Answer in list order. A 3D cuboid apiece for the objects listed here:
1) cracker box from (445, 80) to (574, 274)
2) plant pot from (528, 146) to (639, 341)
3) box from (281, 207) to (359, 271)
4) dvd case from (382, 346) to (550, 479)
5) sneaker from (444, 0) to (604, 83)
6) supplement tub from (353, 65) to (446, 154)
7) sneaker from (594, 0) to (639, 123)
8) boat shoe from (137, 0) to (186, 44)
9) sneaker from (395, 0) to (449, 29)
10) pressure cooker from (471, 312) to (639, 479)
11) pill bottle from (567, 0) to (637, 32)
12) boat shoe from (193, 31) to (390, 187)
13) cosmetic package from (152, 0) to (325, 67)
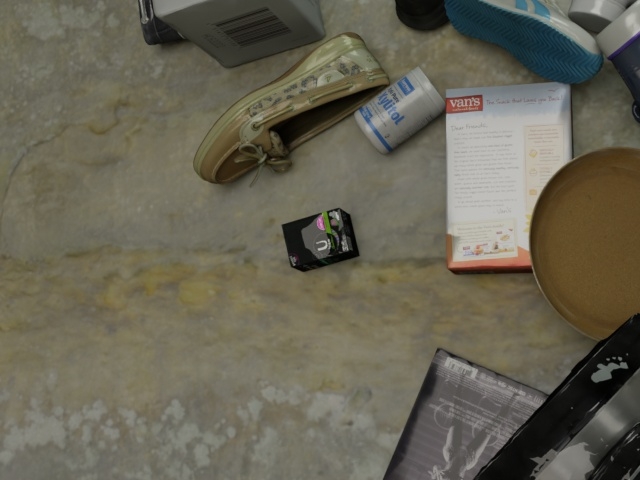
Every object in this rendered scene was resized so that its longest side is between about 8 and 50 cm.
[{"bbox_3d":[0.238,-0.076,1.328,0.155,0.067,0.232,-1,82,16],"label":"cracker box"},{"bbox_3d":[0.354,0.007,1.257,0.236,0.032,0.236,1,83,-8],"label":"plant pot"},{"bbox_3d":[0.000,0.000,1.399,0.083,0.052,0.062,-16,77,15],"label":"box"},{"bbox_3d":[0.179,0.266,1.321,0.164,0.018,0.221,22,88,18],"label":"dvd case"},{"bbox_3d":[0.263,-0.275,1.318,0.092,0.087,0.228,-36,55,-22],"label":"sneaker"},{"bbox_3d":[0.104,-0.168,1.383,0.107,0.071,0.071,-37,73,10],"label":"supplement tub"},{"bbox_3d":[0.500,-0.236,1.242,0.323,0.130,0.236,-39,87,-14],"label":"sneaker"},{"bbox_3d":[-0.242,-0.425,1.517,0.102,0.108,0.301,-14,85,14],"label":"boat shoe"},{"bbox_3d":[0.164,-0.421,1.371,0.109,0.130,0.286,15,85,21],"label":"sneaker"},{"bbox_3d":[0.364,0.326,1.074,0.420,0.375,0.370,45,126,15],"label":"pressure cooker"},{"bbox_3d":[0.367,-0.347,1.314,0.094,0.094,0.169,21,88,19],"label":"pill bottle"},{"bbox_3d":[-0.042,-0.159,1.409,0.285,0.104,0.089,-38,70,8],"label":"boat shoe"},{"bbox_3d":[-0.141,-0.490,1.425,0.161,0.230,0.453,-14,77,16],"label":"cosmetic package"}]
